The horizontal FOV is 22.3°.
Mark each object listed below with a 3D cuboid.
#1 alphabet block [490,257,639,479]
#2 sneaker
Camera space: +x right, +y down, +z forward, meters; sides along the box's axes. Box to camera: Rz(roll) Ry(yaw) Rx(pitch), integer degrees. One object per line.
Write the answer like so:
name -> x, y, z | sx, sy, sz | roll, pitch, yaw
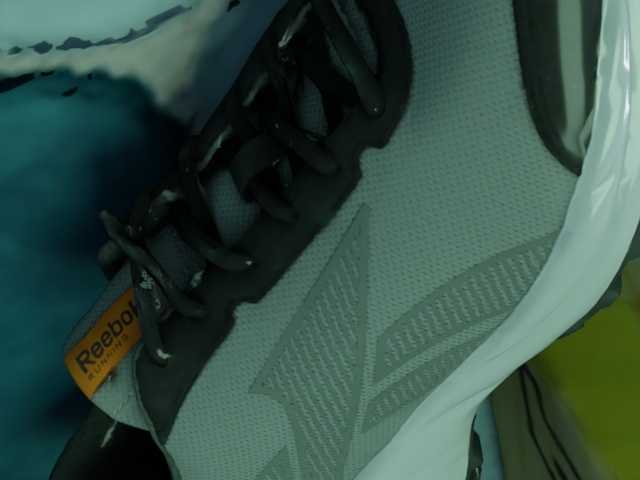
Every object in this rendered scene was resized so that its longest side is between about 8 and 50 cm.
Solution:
alphabet block -> 0.171, 0.078, 0.499 | 0.192, 0.193, 0.197 | -25, 141, -6
sneaker -> 0.000, 0.001, 0.394 | 0.108, 0.100, 0.272 | 0, 134, -23
